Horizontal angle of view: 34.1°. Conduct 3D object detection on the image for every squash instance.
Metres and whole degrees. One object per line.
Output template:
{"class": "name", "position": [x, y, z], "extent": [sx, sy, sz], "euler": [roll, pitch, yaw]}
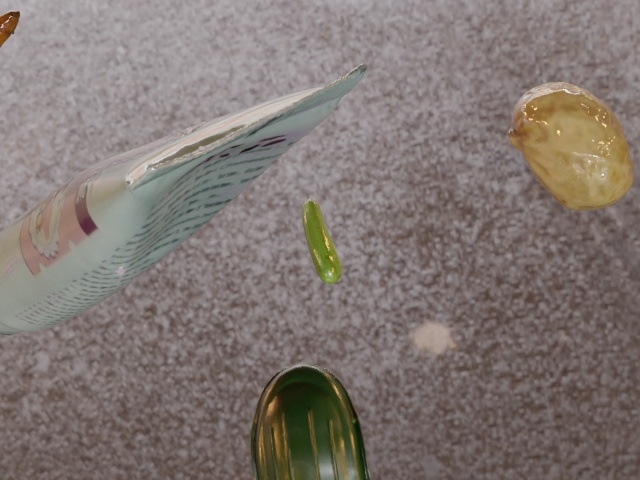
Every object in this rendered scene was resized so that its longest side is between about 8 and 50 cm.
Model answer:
{"class": "squash", "position": [-0.001, 0.000, 1.013], "extent": [0.027, 0.027, 0.089], "euler": [-19, 72, -2]}

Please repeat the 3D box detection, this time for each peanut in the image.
{"class": "peanut", "position": [0.283, -0.106, 1.167], "extent": [0.109, 0.159, 0.140], "euler": [-39, 1, 16]}

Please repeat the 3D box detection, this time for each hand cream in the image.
{"class": "hand cream", "position": [-0.094, 0.000, 0.450], "extent": [0.085, 0.058, 0.331], "euler": [-26, 4, -32]}

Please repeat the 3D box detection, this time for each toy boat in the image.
{"class": "toy boat", "position": [-0.006, 0.212, 0.906], "extent": [0.104, 0.052, 0.210], "euler": [-10, 85, 14]}

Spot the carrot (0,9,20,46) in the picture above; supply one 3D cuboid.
{"class": "carrot", "position": [-0.422, -0.175, 1.173], "extent": [0.256, 0.061, 0.061], "euler": [-29, 36, 21]}

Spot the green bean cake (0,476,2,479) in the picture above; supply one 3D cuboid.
{"class": "green bean cake", "position": [-0.357, 0.192, 0.580], "extent": [0.308, 0.169, 0.300], "euler": [-3, 23, 47]}
